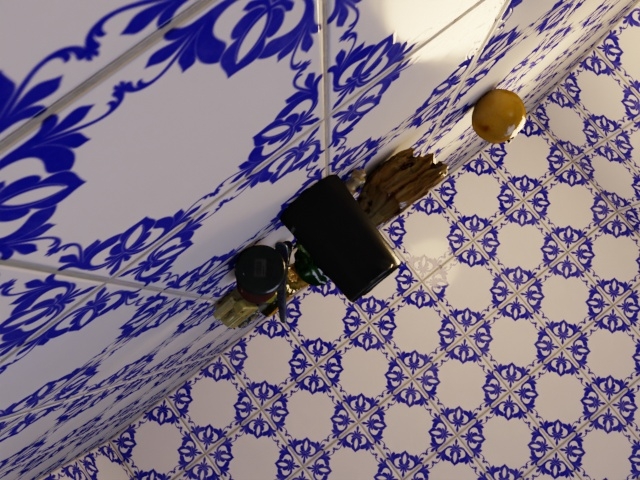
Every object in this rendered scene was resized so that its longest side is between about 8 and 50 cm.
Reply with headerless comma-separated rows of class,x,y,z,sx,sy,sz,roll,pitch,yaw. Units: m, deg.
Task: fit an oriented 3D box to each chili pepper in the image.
chili pepper,-0.020,0.058,2.022,0.173,0.261,0.165,-25,-141,20

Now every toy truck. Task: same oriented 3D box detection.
toy truck,-0.265,0.214,1.929,0.272,0.124,0.157,-37,163,14

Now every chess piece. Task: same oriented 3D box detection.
chess piece,0.079,-0.153,1.583,0.060,0.060,0.172,-29,166,-52

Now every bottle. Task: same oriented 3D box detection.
bottle,-0.192,0.115,1.620,0.144,0.144,0.336,-36,175,-15

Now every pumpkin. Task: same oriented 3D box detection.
pumpkin,-0.176,0.212,2.260,0.190,0.139,0.280,-46,168,23

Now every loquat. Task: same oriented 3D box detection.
loquat,0.673,-0.464,1.991,0.208,0.208,0.208,-37,173,-6

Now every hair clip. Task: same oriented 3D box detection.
hair clip,-0.128,0.139,1.745,0.048,0.276,0.083,4,-176,12

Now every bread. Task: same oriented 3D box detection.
bread,0.243,-0.180,1.783,0.277,0.167,0.324,-36,-179,-22

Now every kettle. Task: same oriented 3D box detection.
kettle,0.045,0.016,1.464,0.203,0.308,0.262,-29,168,-45
